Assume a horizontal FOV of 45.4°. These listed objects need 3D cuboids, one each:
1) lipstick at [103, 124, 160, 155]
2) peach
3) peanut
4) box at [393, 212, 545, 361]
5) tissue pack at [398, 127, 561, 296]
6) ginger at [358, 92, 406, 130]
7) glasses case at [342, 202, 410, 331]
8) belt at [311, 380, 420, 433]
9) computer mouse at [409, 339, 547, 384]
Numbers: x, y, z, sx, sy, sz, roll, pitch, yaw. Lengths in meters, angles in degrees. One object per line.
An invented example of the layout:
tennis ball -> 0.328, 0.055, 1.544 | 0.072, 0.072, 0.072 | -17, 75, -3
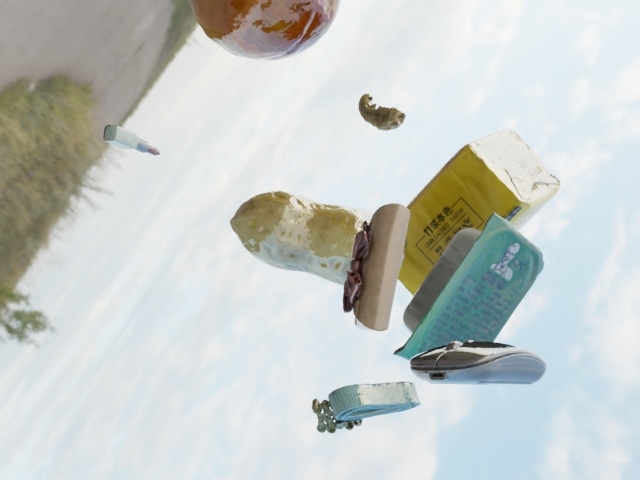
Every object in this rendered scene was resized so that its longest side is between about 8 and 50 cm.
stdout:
lipstick -> -0.281, -0.147, 1.162 | 0.025, 0.107, 0.025 | 5, -98, 32
peach -> -0.119, -0.567, 1.726 | 0.301, 0.343, 0.343 | 22, -107, 34
peanut -> 0.000, 0.000, 1.594 | 0.192, 0.387, 0.170 | -167, -90, -71
box -> 0.290, 0.111, 1.564 | 0.106, 0.264, 0.337 | 35, -87, 44
tissue pack -> 0.357, -0.063, 1.878 | 0.293, 0.228, 0.382 | -25, 159, -54
ginger -> 0.142, -0.316, 1.902 | 0.069, 0.051, 0.173 | -49, -131, 0
glasses case -> 0.068, 0.039, 1.170 | 0.102, 0.070, 0.194 | -13, -117, 66
belt -> 0.085, 0.280, 1.309 | 0.100, 0.179, 0.065 | -50, -133, 46
computer mouse -> 0.212, 0.162, 1.013 | 0.120, 0.232, 0.057 | -10, -105, 39
